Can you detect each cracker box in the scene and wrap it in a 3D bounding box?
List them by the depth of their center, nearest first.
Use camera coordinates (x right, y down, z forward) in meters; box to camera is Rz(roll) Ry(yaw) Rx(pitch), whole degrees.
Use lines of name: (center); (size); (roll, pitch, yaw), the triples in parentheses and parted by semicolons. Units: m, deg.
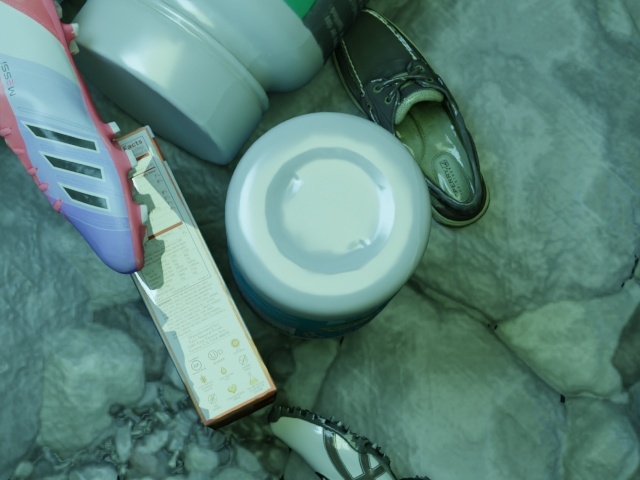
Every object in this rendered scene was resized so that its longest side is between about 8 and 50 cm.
cracker box: (-0.113, 0.037, 1.038); (0.067, 0.156, 0.232); (-25, 82, -6)

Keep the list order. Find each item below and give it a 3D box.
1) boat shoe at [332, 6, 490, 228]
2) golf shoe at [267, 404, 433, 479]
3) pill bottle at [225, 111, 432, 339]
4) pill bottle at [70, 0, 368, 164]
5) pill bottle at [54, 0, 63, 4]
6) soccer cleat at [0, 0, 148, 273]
boat shoe: (0.083, -0.117, 1.117); (0.080, 0.073, 0.224); (-28, 83, -7)
golf shoe: (0.029, 0.212, 1.055); (0.198, 0.077, 0.094); (33, 80, 4)
pill bottle: (0.000, 0.000, 0.995); (0.146, 0.264, 0.146); (0, 81, -3)
pill bottle: (-0.043, -0.256, 1.069); (0.204, 0.204, 0.361); (34, 80, 3)
pill bottle: (-0.268, -0.315, 1.057); (0.224, 0.224, 0.392); (36, 80, 3)
soccer cleat: (-0.199, -0.080, 0.932); (0.095, 0.083, 0.248); (-20, 77, -14)
